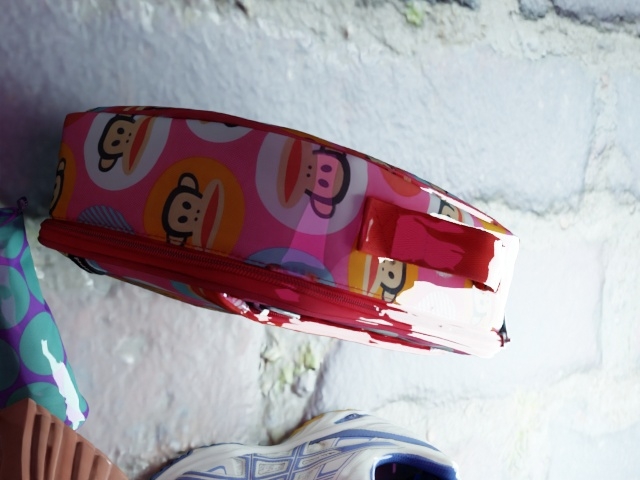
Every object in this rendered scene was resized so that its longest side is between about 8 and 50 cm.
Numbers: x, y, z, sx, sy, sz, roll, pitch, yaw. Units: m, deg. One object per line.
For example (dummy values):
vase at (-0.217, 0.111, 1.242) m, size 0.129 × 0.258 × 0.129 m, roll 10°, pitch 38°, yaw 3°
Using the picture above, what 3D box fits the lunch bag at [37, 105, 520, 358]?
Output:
lunch bag at (0.000, 0.000, 0.676) m, size 0.293 × 0.258 × 0.120 m, roll 19°, pitch 83°, yaw -53°

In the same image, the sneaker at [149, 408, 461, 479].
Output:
sneaker at (-0.019, 0.205, 0.785) m, size 0.296 × 0.131 × 0.112 m, roll -20°, pitch 109°, yaw -38°

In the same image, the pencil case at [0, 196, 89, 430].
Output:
pencil case at (-0.194, 0.052, 0.657) m, size 0.064 × 0.070 × 0.152 m, roll -12°, pitch 108°, yaw 5°

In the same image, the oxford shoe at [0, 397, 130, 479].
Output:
oxford shoe at (-0.267, 0.111, 0.553) m, size 0.146 × 0.140 × 0.397 m, roll -42°, pitch 110°, yaw 9°
